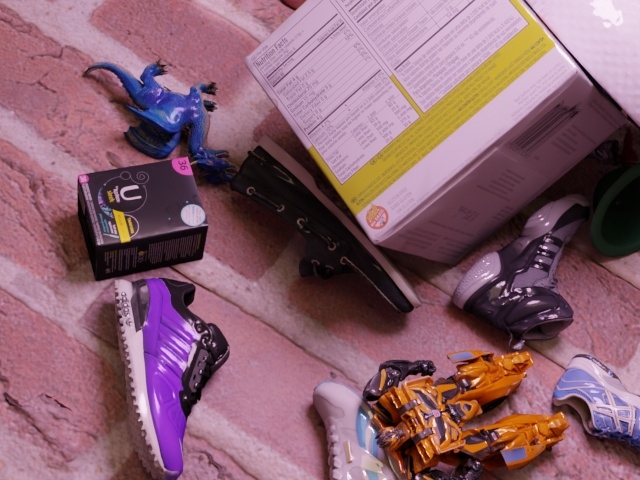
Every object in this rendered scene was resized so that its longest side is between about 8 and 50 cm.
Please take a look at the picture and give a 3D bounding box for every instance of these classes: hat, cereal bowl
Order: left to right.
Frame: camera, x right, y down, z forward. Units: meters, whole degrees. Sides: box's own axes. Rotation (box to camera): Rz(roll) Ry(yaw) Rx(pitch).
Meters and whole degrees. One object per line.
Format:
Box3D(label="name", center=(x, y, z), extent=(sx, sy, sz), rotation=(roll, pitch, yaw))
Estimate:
Box3D(label="hat", center=(0.442, -0.092, 1.920), extent=(0.208, 0.173, 0.183), rotation=(18, 21, -44))
Box3D(label="cereal bowl", center=(0.411, -0.290, 1.677), extent=(0.141, 0.339, 0.339), rotation=(-43, 70, 17))

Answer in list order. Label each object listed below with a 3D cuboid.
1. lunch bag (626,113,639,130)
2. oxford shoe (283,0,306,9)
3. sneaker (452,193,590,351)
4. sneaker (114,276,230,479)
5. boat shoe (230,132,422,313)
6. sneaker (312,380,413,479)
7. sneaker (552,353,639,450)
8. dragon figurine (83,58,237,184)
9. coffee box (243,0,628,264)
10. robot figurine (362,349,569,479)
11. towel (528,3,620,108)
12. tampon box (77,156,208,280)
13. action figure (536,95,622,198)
Box3D(label="lunch bag", center=(0.614, -0.195, 1.815), extent=(0.220, 0.138, 0.293), rotation=(-19, 40, -5))
Box3D(label="oxford shoe", center=(0.103, -0.417, 2.020), extent=(0.348, 0.130, 0.123), rotation=(9, 59, -5))
Box3D(label="sneaker", center=(0.331, 0.053, 1.810), extent=(0.268, 0.101, 0.153), rotation=(-37, 73, -21))
Box3D(label="sneaker", center=(-0.187, 0.172, 1.636), extent=(0.146, 0.102, 0.293), rotation=(-6, 61, -15))
Box3D(label="boat shoe", center=(-0.001, -0.001, 1.772), extent=(0.113, 0.127, 0.340), rotation=(-44, 82, 1))
Box3D(label="sneaker", center=(0.046, 0.287, 1.624), extent=(0.092, 0.087, 0.229), rotation=(-24, 65, -20))
Box3D(label="sneaker", center=(0.419, 0.254, 1.726), extent=(0.211, 0.080, 0.081), rotation=(38, 66, 23))
Box3D(label="dragon figurine", center=(-0.243, -0.185, 1.844), extent=(0.289, 0.085, 0.144), rotation=(23, 58, 1))
Box3D(label="coffee box", center=(0.166, -0.208, 1.717), extent=(0.338, 0.337, 0.334), rotation=(-41, 70, 14))
Box3D(label="robot figurine", center=(0.190, 0.232, 1.637), extent=(0.291, 0.085, 0.211), rotation=(-5, 58, -42))
Box3D(label="towel", center=(0.429, -0.346, 2.018), extent=(0.227, 0.076, 0.308), rotation=(20, 72, 20))
Box3D(label="tampon box", center=(-0.252, -0.032, 1.742), extent=(0.161, 0.101, 0.120), rotation=(-12, 64, -18))
Box3D(label="action figure", center=(0.325, -0.148, 1.903), extent=(0.275, 0.141, 0.164), rotation=(-4, 79, 27))
